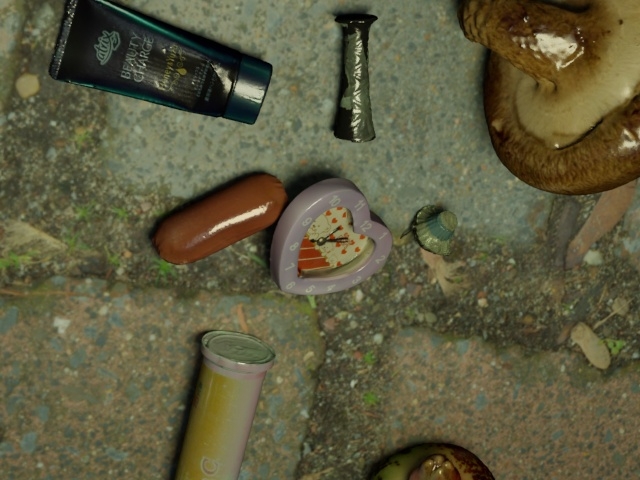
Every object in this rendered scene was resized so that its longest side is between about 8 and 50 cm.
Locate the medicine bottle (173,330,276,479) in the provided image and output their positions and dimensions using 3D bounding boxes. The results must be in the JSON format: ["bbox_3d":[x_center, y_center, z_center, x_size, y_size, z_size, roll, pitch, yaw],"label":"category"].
[{"bbox_3d":[-0.169,0.344,1.616,0.108,0.108,0.425,10,108,-19],"label":"medicine bottle"}]

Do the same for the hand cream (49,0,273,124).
[{"bbox_3d":[-0.201,-0.226,1.430,0.271,0.061,0.120,16,109,-13],"label":"hand cream"}]

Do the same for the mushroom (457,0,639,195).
[{"bbox_3d":[0.366,-0.233,1.459,0.239,0.345,0.345,-29,121,-46],"label":"mushroom"}]

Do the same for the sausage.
[{"bbox_3d":[-0.135,-0.028,1.504,0.194,0.077,0.077,-27,114,-4],"label":"sausage"}]

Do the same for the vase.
[{"bbox_3d":[0.047,-0.219,1.496,0.059,0.059,0.166,-5,111,-15],"label":"vase"}]

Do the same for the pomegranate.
[{"bbox_3d":[0.170,0.385,1.662,0.214,0.214,0.247,-15,140,-11],"label":"pomegranate"}]

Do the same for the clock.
[{"bbox_3d":[0.000,0.000,1.544,0.172,0.064,0.198,-38,138,3],"label":"clock"}]

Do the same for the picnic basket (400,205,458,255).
[{"bbox_3d":[0.162,-0.012,1.608,0.065,0.083,0.083,14,149,-21],"label":"picnic basket"}]
